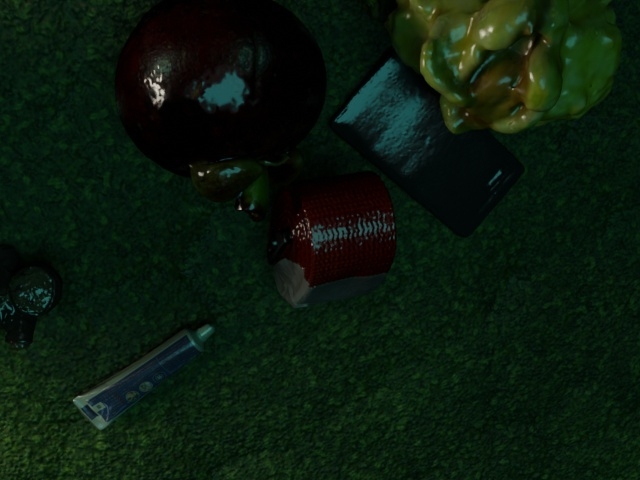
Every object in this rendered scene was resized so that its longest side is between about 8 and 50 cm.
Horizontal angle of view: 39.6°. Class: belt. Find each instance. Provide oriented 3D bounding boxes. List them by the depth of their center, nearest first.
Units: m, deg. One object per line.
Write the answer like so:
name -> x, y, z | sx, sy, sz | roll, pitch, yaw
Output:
belt -> 0.000, 0.000, 1.006 | 0.124, 0.201, 0.128 | -10, 73, -15

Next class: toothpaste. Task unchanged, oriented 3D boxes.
toothpaste -> -0.211, 0.161, 1.092 | 0.197, 0.035, 0.057 | -35, 110, 4

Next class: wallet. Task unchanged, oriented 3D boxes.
wallet -> 0.134, -0.113, 1.082 | 0.244, 0.025, 0.124 | 38, 97, -25

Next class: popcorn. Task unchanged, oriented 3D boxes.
popcorn -> 0.196, -0.218, 0.955 | 0.256, 0.255, 0.195 | 26, 123, 4

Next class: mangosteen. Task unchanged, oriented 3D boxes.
mangosteen -> -0.103, -0.141, 0.900 | 0.216, 0.216, 0.216 | -5, 112, -13

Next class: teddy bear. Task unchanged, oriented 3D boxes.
teddy bear -> -0.365, 0.069, 0.995 | 0.160, 0.078, 0.119 | -11, 79, -4

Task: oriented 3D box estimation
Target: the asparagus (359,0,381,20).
asparagus -> 0.041, -0.290, 0.989 | 0.025, 0.021, 0.108 | -36, 116, 0
